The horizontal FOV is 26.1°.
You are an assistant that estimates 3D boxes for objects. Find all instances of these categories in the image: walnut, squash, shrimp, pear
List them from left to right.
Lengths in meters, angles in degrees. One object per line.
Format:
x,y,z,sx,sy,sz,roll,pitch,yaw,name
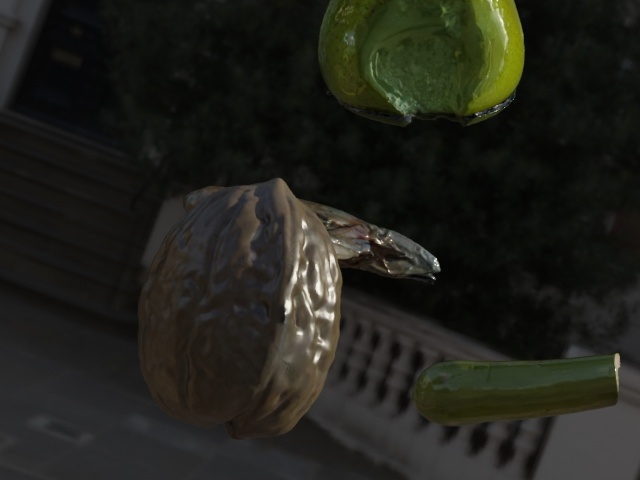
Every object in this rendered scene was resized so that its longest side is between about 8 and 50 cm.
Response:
-0.068,0.056,1.200,0.178,0.230,0.178,15,-1,0,walnut
0.000,0.000,1.531,0.317,0.062,0.164,17,13,-18,shrimp
0.144,-0.293,1.782,0.292,0.292,0.159,20,20,-17,pear
0.233,0.178,1.649,0.250,0.083,0.083,-5,-5,13,squash
